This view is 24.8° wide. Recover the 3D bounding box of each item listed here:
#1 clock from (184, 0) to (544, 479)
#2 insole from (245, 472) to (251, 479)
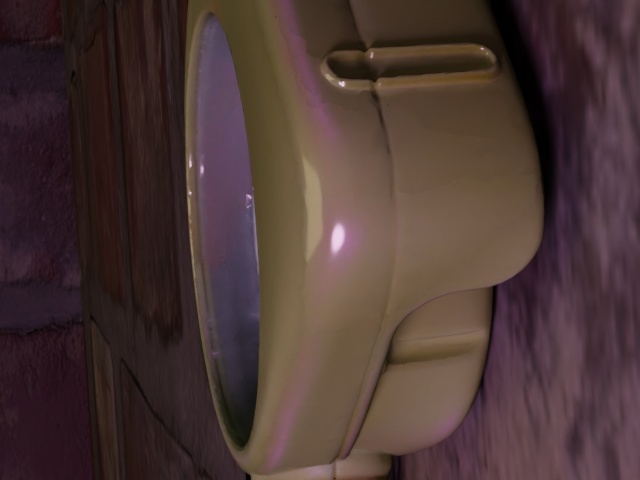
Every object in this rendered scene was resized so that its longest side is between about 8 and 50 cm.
[{"bbox_3d":[0.000,0.000,0.459,0.232,0.069,0.170,100,160,-51],"label":"clock"},{"bbox_3d":[-0.035,0.101,0.784,0.080,0.003,0.232,153,113,-76],"label":"insole"}]
